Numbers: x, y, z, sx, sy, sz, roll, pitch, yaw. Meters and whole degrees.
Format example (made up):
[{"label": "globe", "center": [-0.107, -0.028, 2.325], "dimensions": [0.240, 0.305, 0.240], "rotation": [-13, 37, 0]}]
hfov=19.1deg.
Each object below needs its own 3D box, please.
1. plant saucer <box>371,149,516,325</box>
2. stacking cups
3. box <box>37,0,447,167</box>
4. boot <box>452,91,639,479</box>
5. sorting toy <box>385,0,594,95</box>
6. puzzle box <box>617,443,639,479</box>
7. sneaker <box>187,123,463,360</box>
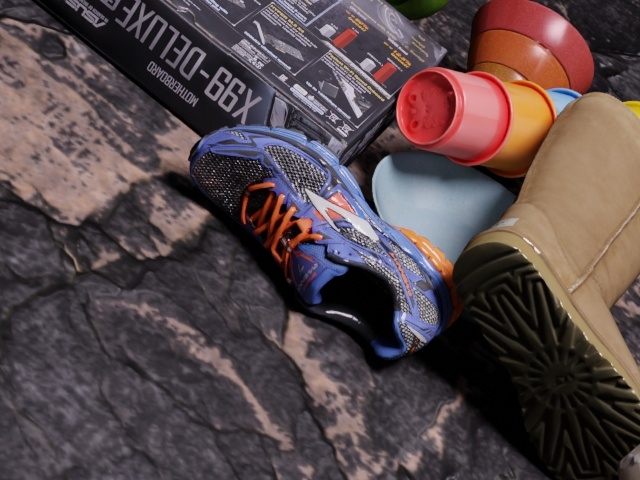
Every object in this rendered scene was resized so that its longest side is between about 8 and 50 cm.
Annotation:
[{"label": "plant saucer", "center": [0.113, 0.011, 1.451], "dimensions": [0.195, 0.037, 0.195], "rotation": [25, 33, -18]}, {"label": "stacking cups", "center": [0.182, -0.089, 1.547], "dimensions": [0.316, 0.096, 0.096], "rotation": [9, 40, -54]}, {"label": "box", "center": [-0.072, -0.184, 1.486], "dimensions": [0.307, 0.076, 0.242], "rotation": [39, 31, 3]}, {"label": "boot", "center": [0.215, 0.036, 1.397], "dimensions": [0.236, 0.089, 0.269], "rotation": [62, 33, -11]}, {"label": "sorting toy", "center": [0.054, -0.193, 1.636], "dimensions": [0.365, 0.127, 0.126], "rotation": [34, 61, 0]}, {"label": "puzzle box", "center": [0.378, 0.308, 1.243], "dimensions": [0.409, 0.052, 0.272], "rotation": [26, 38, -24]}, {"label": "sneaker", "center": [0.000, 0.000, 1.315], "dimensions": [0.221, 0.083, 0.087], "rotation": [35, 36, 1]}]
